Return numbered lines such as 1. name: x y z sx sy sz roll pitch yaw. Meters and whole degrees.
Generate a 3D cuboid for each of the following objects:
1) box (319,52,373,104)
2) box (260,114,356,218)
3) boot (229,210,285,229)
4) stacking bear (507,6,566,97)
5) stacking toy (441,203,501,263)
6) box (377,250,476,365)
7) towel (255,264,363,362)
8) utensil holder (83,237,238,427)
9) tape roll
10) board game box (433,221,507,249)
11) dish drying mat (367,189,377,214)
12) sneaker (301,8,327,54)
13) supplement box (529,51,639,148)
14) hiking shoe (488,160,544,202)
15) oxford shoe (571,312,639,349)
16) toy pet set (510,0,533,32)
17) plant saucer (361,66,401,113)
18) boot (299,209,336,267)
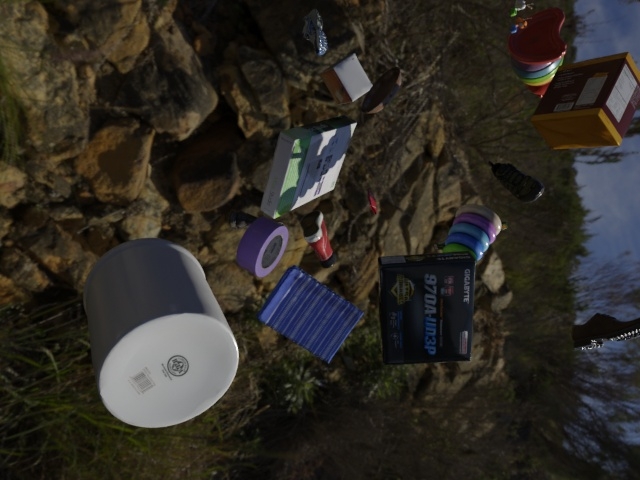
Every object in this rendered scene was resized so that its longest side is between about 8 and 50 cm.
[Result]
1. box: 0.086 -0.552 1.647 0.130 0.091 0.170 56 -6 -18
2. box: -0.029 -0.212 1.326 0.058 0.232 0.322 31 33 18
3. boot: -0.270 -0.070 2.122 0.263 0.229 0.091 -22 122 -85
4. stacking bear: 0.711 -0.574 1.546 0.289 0.164 0.175 25 66 -57
5. stacking toy: 0.404 0.052 1.401 0.141 0.330 0.141 28 -24 14
6. box: 0.202 0.133 0.921 0.051 0.175 0.220 -88 175 -69
7. towel: -0.038 0.272 1.754 0.336 0.243 0.040 34 3 -11
8. utensil holder: -0.403 0.214 1.194 0.385 0.328 0.327 40 -18 54
9. tape roll: -0.191 0.021 1.586 0.080 0.189 0.189 26 -6 18
10. board game box: 0.588 -0.018 1.878 0.136 0.260 0.030 -171 -119 -72
11. dish drying mat: 0.133 -0.099 1.220 0.032 0.008 0.083 49 23 -26
12. sneaker: -0.019 -0.564 1.313 0.052 0.058 0.135 22 56 -61
13. supplement box: 0.705 -0.362 1.264 0.129 0.194 0.191 36 -11 -29
14. hiking shoe: 0.626 -0.196 1.557 0.114 0.086 0.227 27 13 -23
15. oxford shoe: 0.834 0.246 1.380 0.083 0.227 0.096 20 57 -35
16. toy pet set: 0.398 -0.465 0.879 0.114 0.065 0.122 -51 137 -35
17. plant saucer: 0.192 -0.455 1.470 0.029 0.168 0.168 33 23 -23
18. boot: 0.000 0.000 1.778 0.176 0.088 0.244 60 12 -26
